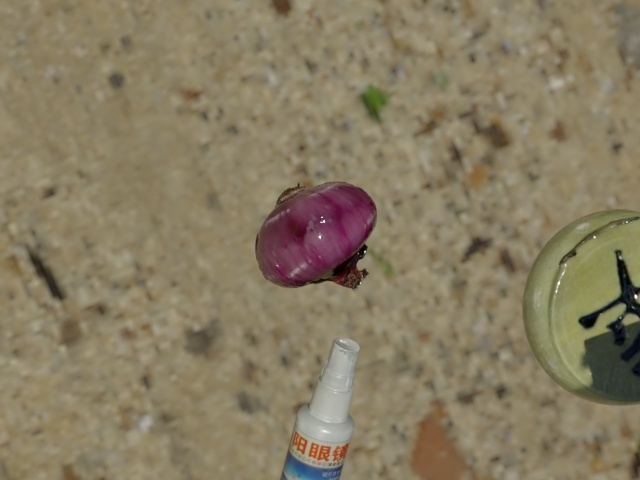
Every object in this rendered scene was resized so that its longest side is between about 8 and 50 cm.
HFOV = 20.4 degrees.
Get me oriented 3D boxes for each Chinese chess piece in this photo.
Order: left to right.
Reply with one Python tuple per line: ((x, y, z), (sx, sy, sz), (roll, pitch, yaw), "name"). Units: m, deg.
((0.286, 0.064, 1.690), (0.188, 0.188, 0.083), (65, -13, -8), "Chinese chess piece")

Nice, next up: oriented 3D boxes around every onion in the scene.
((0.000, 0.000, 1.512), (0.104, 0.115, 0.115), (48, 24, 1), "onion")

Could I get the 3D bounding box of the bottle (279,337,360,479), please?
((-0.001, 0.193, 1.695), (0.060, 0.060, 0.217), (-41, 148, -66), "bottle")
